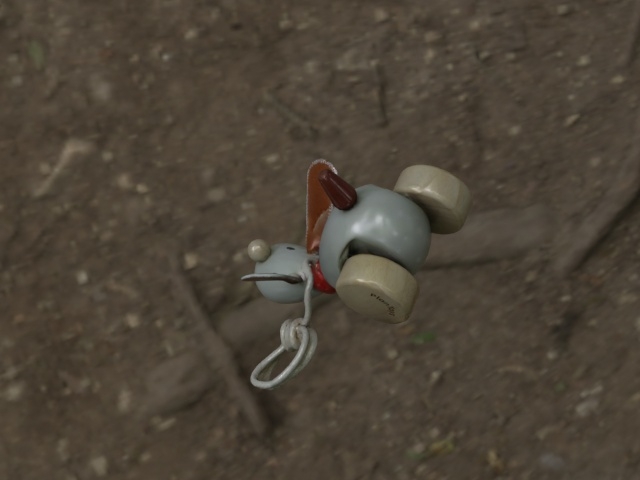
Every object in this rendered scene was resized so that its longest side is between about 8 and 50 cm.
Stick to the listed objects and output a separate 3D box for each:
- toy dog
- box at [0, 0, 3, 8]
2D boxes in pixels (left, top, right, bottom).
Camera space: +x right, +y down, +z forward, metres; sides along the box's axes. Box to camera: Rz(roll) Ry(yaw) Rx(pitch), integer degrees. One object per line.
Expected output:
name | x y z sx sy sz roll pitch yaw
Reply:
toy dog | 0.000 0.000 1.426 0.161 0.220 0.333 41 133 -20
box | -0.119 -0.106 0.433 0.043 0.105 0.179 19 85 -11
